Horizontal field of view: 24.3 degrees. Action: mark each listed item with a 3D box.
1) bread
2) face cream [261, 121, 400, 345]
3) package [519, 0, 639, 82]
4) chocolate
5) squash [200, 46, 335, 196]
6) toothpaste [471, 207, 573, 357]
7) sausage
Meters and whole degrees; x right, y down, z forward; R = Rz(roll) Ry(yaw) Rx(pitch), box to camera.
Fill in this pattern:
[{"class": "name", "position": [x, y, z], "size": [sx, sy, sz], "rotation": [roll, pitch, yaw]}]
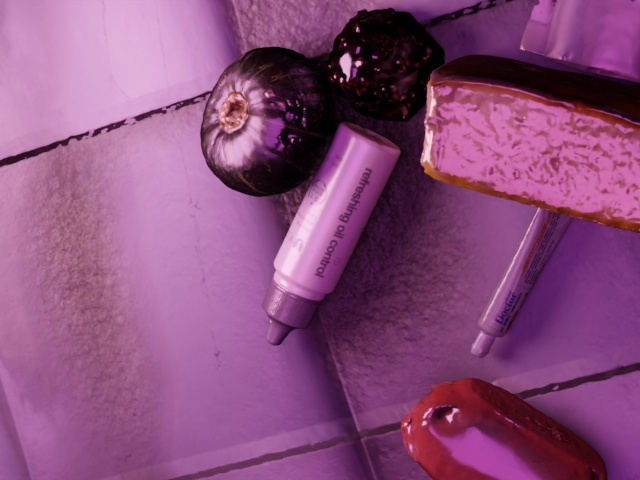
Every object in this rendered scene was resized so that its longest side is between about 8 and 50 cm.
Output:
[{"class": "bread", "position": [0.291, -0.121, 1.735], "size": [0.324, 0.333, 0.143], "rotation": [14, 102, 9]}, {"class": "face cream", "position": [0.000, 0.000, 1.949], "size": [0.092, 0.092, 0.311], "rotation": [29, 104, 10]}, {"class": "package", "position": [0.389, -0.294, 1.800], "size": [0.251, 0.062, 0.204], "rotation": [19, 93, 21]}, {"class": "chocolate", "position": [0.066, -0.220, 1.881], "size": [0.156, 0.133, 0.156], "rotation": [3, 100, 17]}, {"class": "squash", "position": [-0.068, -0.152, 1.913], "size": [0.193, 0.156, 0.193], "rotation": [11, 108, 39]}, {"class": "toothpaste", "position": [0.261, 0.041, 1.906], "size": [0.037, 0.067, 0.255], "rotation": [46, 115, 49]}, {"class": "sausage", "position": [0.235, 0.280, 1.893], "size": [0.280, 0.152, 0.152], "rotation": [29, 104, 9]}]
